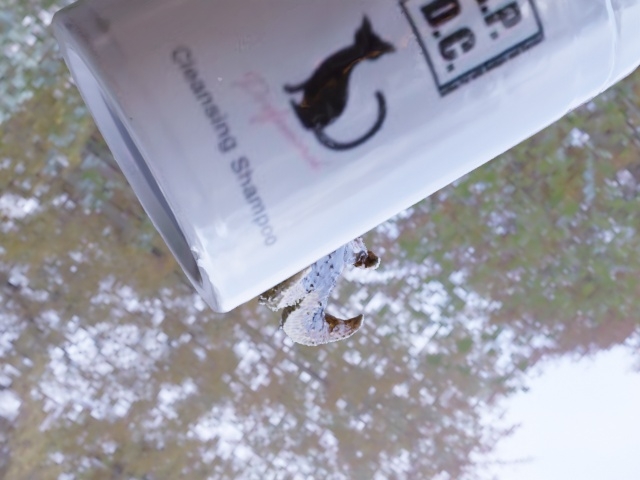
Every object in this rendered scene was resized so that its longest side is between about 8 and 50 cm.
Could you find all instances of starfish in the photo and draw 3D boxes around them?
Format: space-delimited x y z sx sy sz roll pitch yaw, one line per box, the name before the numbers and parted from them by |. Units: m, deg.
starfish | -0.002 0.000 0.955 0.071 0.216 0.238 3 -158 12

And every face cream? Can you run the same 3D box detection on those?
face cream | 0.078 -0.121 0.535 0.369 0.145 0.145 -31 -155 -10
